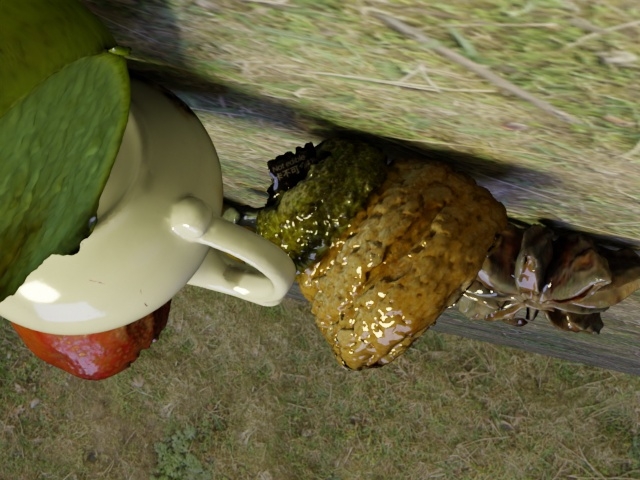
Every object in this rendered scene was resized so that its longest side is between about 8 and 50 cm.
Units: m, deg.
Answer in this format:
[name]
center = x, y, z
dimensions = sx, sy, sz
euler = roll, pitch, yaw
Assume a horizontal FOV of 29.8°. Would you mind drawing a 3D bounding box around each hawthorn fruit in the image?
[hawthorn fruit]
center = -0.319, 0.059, 1.557
dimensions = 0.253, 0.205, 0.205
euler = 46, 168, -8

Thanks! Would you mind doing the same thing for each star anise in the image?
[star anise]
center = 0.201, 0.033, 1.164
dimensions = 0.231, 0.089, 0.209
euler = 0, 154, 44

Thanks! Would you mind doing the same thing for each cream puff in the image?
[cream puff]
center = 0.030, -0.011, 0.923
dimensions = 0.169, 0.183, 0.183
euler = 42, 172, -3

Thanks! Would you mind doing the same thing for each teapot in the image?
[teapot]
center = -0.161, -0.022, 0.876
dimensions = 0.298, 0.204, 0.139
euler = 22, 157, 17

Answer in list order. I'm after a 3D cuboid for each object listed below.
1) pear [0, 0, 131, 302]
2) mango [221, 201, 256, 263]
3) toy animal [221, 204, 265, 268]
[pear]
center = -0.290, -0.075, 0.621
dimensions = 0.318, 0.239, 0.342
euler = 28, -149, 4
[mango]
center = -0.152, 0.002, 1.550
dimensions = 0.137, 0.098, 0.195
euler = -19, 173, 9
[toy animal]
center = 0.000, 0.000, 1.290
dimensions = 0.121, 0.094, 0.225
euler = 6, 171, -39
